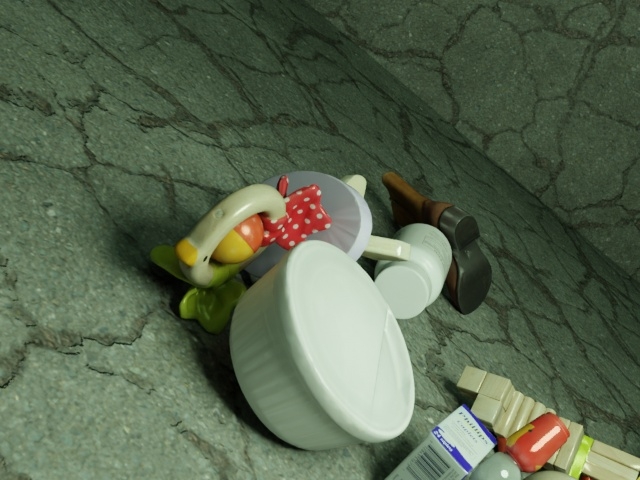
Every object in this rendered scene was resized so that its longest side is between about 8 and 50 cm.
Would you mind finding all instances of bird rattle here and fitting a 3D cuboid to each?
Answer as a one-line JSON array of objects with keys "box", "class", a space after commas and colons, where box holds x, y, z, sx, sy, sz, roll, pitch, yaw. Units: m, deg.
[{"box": [-0.101, 0.001, 1.064, 0.143, 0.253, 0.207, 55, -6, 17], "class": "bird rattle"}]

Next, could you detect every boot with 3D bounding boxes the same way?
[{"box": [0.237, 0.006, 1.737, 0.280, 0.096, 0.264, 35, -25, 52], "class": "boot"}]

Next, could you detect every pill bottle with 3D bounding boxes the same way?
[{"box": [0.172, 0.060, 1.514, 0.131, 0.131, 0.229, 41, 24, 1], "class": "pill bottle"}]

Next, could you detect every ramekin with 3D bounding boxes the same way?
[{"box": [-0.002, 0.147, 1.039, 0.273, 0.127, 0.273, 42, 31, -33], "class": "ramekin"}]

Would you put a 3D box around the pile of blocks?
[{"box": [0.374, 0.359, 1.368, 0.362, 0.149, 0.113, 32, 67, 1], "class": "pile of blocks"}]

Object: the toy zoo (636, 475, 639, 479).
[{"box": [0.729, 0.478, 1.529, 0.293, 0.030, 0.192, -37, 51, -25], "class": "toy zoo"}]

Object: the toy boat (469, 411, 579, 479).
[{"box": [0.329, 0.389, 1.115, 0.318, 0.148, 0.267, 57, -10, -21], "class": "toy boat"}]

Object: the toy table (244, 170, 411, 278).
[{"box": [0.000, 0.000, 1.255, 0.274, 0.252, 0.160, 17, -3, 42], "class": "toy table"}]

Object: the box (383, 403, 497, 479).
[{"box": [0.159, 0.304, 1.078, 0.072, 0.126, 0.137, 46, 24, 17], "class": "box"}]
